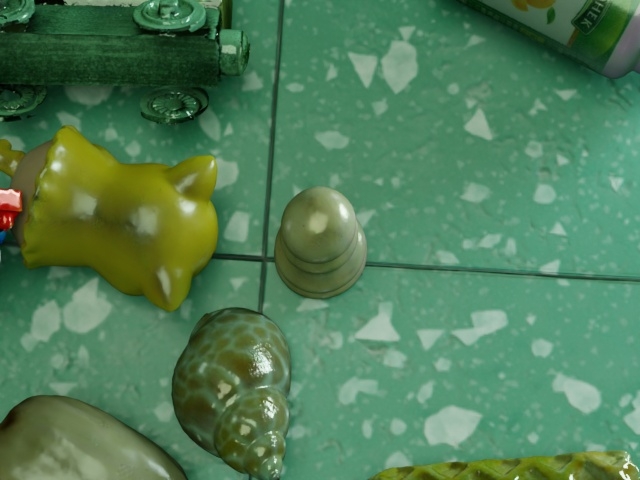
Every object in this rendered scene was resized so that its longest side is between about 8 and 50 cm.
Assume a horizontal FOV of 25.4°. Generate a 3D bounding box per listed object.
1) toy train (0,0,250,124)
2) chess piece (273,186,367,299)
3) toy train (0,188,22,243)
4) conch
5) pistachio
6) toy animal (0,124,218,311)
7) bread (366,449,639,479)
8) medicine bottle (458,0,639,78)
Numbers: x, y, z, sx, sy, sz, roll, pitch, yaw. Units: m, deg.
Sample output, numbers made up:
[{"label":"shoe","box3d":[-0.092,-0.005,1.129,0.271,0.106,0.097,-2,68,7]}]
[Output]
[{"label":"toy train","box3d":[-0.219,-0.199,1.388,0.308,0.189,0.126,1,119,2]},{"label":"chess piece","box3d":[0.000,0.000,1.319,0.094,0.170,0.094,0,81,0]},{"label":"toy train","box3d":[-0.367,0.009,1.320,0.204,0.083,0.131,-12,77,42]},{"label":"conch","box3d":[-0.081,0.138,1.334,0.116,0.106,0.173,21,66,-13]},{"label":"pistachio","box3d":[-0.217,0.224,1.307,0.206,0.131,0.129,29,125,6]},{"label":"toy animal","box3d":[-0.212,-0.029,1.347,0.230,0.156,0.156,14,81,7]},{"label":"bread","box3d":[0.162,0.250,1.312,0.270,0.098,0.087,-4,41,1]},{"label":"medicine bottle","box3d":[0.254,-0.243,1.374,0.274,0.133,0.133,28,82,5]}]
